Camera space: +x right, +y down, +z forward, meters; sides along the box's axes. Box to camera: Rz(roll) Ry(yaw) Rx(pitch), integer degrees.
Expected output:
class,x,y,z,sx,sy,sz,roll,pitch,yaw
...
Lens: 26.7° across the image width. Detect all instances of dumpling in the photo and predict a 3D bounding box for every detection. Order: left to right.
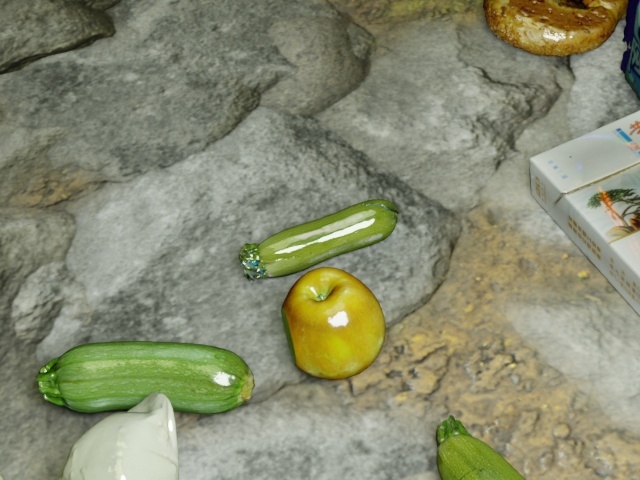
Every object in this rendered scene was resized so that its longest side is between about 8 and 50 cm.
class,x,y,z,sx,sy,sz,roll,pitch,yaw
dumpling,-0.198,0.225,1.256,0.134,0.100,0.169,-24,59,36

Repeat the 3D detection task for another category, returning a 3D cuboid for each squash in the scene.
class,x,y,z,sx,sy,sz,roll,pitch,yaw
squash,-0.173,0.136,1.339,0.219,0.068,0.077,-2,52,6
squash,0.000,0.000,1.459,0.183,0.052,0.052,-21,48,-10
squash,0.169,0.246,1.196,0.066,0.066,0.252,-28,49,-18

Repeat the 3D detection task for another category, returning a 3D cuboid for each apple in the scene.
class,x,y,z,sx,sy,sz,roll,pitch,yaw
apple,0.013,0.080,1.346,0.099,0.102,0.114,-13,46,-3

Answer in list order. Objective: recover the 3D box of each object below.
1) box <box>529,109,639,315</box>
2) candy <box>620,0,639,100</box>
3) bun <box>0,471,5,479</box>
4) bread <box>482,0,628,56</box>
class,x,y,z,sx,sy,sz,roll,pitch,yaw
box,0.346,-0.028,1.431,0.149,0.067,0.233,-23,48,-15
candy,0.404,-0.173,1.506,0.070,0.145,0.275,-14,47,-14
bun,-0.363,0.257,1.218,0.167,0.113,0.173,-11,44,-3
bread,0.295,-0.299,1.699,0.193,0.064,0.193,0,51,0
